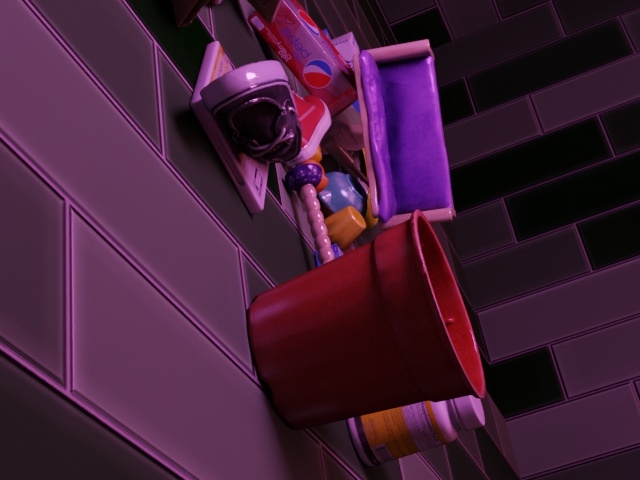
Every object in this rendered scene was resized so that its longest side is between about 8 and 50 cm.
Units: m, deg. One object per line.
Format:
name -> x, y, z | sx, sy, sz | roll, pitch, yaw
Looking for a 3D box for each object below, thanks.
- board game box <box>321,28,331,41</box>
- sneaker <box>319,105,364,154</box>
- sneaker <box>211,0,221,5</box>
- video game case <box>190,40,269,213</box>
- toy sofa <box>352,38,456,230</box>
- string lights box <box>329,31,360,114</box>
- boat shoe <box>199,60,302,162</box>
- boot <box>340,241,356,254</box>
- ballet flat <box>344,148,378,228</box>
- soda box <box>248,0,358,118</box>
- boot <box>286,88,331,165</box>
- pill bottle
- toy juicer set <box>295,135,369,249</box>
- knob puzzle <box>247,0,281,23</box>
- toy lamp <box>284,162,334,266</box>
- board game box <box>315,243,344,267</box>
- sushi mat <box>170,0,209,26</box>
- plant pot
board game box -> 0.028, -0.421, 2.678 | 0.211, 0.039, 0.160 | -86, 153, -62
sneaker -> 0.004, -0.266, 2.291 | 0.151, 0.094, 0.256 | 50, 21, 18
sneaker -> -0.159, -0.477, 1.886 | 0.225, 0.092, 0.088 | -73, 141, -68
video game case -> -0.137, -0.181, 1.691 | 0.227, 0.026, 0.206 | -87, 154, -57
toy sofa -> 0.169, -0.207, 2.127 | 0.177, 0.150, 0.362 | 8, 75, -78
string lights box -> 0.062, -0.333, 2.477 | 0.077, 0.133, 0.260 | -81, 148, -62
boat shoe -> -0.078, -0.182, 1.601 | 0.119, 0.121, 0.335 | 67, 11, 6
boot -> 0.057, 0.020, 2.139 | 0.087, 0.042, 0.118 | -76, 144, -71
ballet flat -> 0.085, -0.139, 2.422 | 0.077, 0.077, 0.231 | 16, 63, -42
soda box -> -0.025, -0.375, 2.148 | 0.263, 0.083, 0.092 | 50, 21, -12
boot -> -0.058, -0.267, 2.012 | 0.176, 0.088, 0.244 | 63, 18, -22
pill bottle -> 0.158, 0.290, 1.776 | 0.119, 0.208, 0.119 | -20, 90, -77
toy juicer set -> 0.017, -0.109, 2.113 | 0.209, 0.089, 0.329 | 50, 19, -5
knob puzzle -> -0.123, -0.529, 2.003 | 0.213, 0.030, 0.213 | 36, -36, 32
toy lamp -> 0.000, 0.000, 1.867 | 0.080, 0.080, 0.275 | 46, 25, -60
board game box -> 0.054, 0.134, 1.939 | 0.160, 0.047, 0.210 | 53, 21, -52
sushi mat -> -0.211, -0.498, 1.619 | 0.019, 0.151, 0.316 | -4, 71, -41
plant pot -> 0.058, 0.129, 1.489 | 0.272, 0.265, 0.272 | -21, 90, -78
